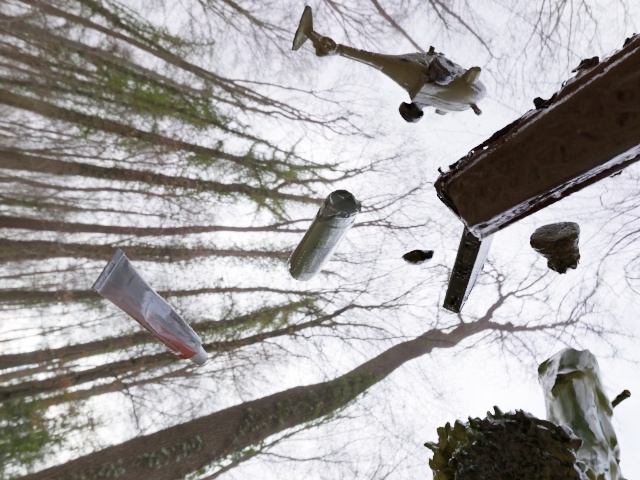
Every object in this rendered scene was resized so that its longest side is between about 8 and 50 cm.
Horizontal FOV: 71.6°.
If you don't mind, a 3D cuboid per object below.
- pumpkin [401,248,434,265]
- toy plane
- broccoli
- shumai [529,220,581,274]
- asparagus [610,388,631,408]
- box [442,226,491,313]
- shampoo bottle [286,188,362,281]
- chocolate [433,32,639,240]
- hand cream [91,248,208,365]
[{"bbox_3d":[0.215,0.039,0.961,0.050,0.083,0.028,-47,-126,53],"label":"pumpkin"},{"bbox_3d":[0.106,-0.231,0.594,0.092,0.286,0.108,127,-39,-53],"label":"toy plane"},{"bbox_3d":[0.284,0.277,0.538,0.274,0.353,0.397,-5,-126,31],"label":"broccoli"},{"bbox_3d":[0.402,0.018,0.747,0.082,0.083,0.081,30,-32,61],"label":"shumai"},{"bbox_3d":[0.472,0.282,0.730,0.014,0.015,0.114,26,-51,17],"label":"asparagus"},{"bbox_3d":[0.327,0.006,0.923,0.045,0.211,0.270,23,-45,24],"label":"box"},{"bbox_3d":[0.000,0.000,0.715,0.212,0.072,0.049,123,-42,-51],"label":"shampoo bottle"},{"bbox_3d":[0.217,-0.082,0.372,0.102,0.065,0.329,45,-30,-3],"label":"chocolate"},{"bbox_3d":[-0.213,0.105,0.583,0.038,0.216,0.052,-26,-140,2],"label":"hand cream"}]
